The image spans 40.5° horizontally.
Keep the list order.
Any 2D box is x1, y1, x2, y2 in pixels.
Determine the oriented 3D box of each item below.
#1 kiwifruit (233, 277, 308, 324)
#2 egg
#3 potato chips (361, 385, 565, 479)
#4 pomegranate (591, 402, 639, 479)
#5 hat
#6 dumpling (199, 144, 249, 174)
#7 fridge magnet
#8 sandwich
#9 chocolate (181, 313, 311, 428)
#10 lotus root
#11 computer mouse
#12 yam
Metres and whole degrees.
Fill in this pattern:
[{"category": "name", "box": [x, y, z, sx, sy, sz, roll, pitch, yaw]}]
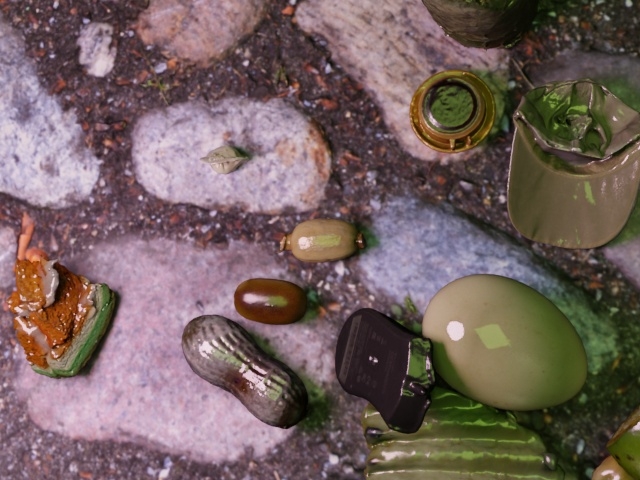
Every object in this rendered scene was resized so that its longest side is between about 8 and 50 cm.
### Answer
[{"category": "kiwifruit", "box": [-0.082, 0.100, 1.423, 0.124, 0.075, 0.075, 8, 81, 8]}, {"category": "egg", "box": [0.273, 0.154, 1.286, 0.253, 0.188, 0.189, 24, 85, 7]}, {"category": "potato chips", "box": [0.197, 0.424, 1.300, 0.389, 0.097, 0.373, 21, 74, 16]}, {"category": "pomegranate", "box": [0.496, 0.301, 1.216, 0.241, 0.190, 0.159, -43, 73, 0]}, {"category": "hat", "box": [0.395, -0.125, 1.381, 0.214, 0.149, 0.245, 13, 119, 6]}, {"category": "dumpling", "box": [-0.168, -0.141, 1.488, 0.076, 0.057, 0.052, 33, 87, 14]}, {"category": "fridge magnet", "box": [0.216, -0.214, 1.428, 0.143, 0.063, 0.143, -2, 83, 12]}, {"category": "sandwich", "box": [-0.442, 0.129, 1.442, 0.109, 0.160, 0.185, 7, 73, 31]}, {"category": "chocolate", "box": [-0.123, 0.208, 1.393, 0.248, 0.110, 0.110, 33, 87, 17]}, {"category": "lotus root", "box": [0.000, 0.000, 1.429, 0.150, 0.062, 0.073, -3, 79, 9]}, {"category": "computer mouse", "box": [0.111, 0.189, 1.314, 0.088, 0.264, 0.147, 9, 100, -22]}, {"category": "yam", "box": [0.242, -0.413, 1.347, 0.195, 0.300, 0.195, -1, 88, 17]}]
